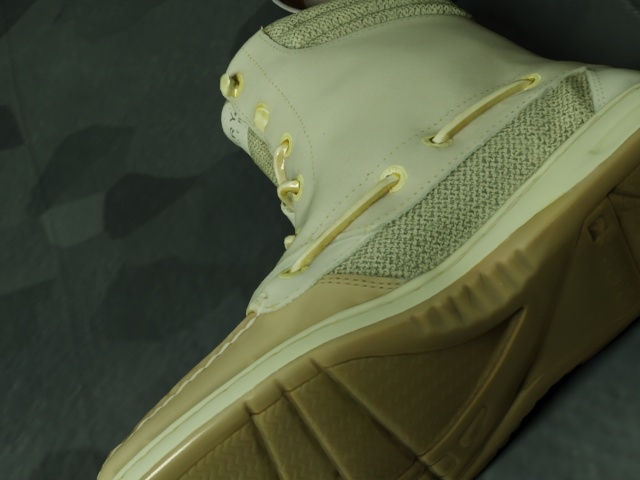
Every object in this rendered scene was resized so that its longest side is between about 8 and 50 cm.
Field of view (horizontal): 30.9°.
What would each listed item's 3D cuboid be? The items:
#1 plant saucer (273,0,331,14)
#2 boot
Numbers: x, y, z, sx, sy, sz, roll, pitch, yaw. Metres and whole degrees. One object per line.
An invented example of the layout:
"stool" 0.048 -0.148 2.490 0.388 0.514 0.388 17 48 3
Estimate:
"plant saucer" 0.048 -0.173 0.652 0.168 0.029 0.168 -18 42 18
"boot" 0.000 0.000 0.451 0.262 0.095 0.203 -39 40 -9
